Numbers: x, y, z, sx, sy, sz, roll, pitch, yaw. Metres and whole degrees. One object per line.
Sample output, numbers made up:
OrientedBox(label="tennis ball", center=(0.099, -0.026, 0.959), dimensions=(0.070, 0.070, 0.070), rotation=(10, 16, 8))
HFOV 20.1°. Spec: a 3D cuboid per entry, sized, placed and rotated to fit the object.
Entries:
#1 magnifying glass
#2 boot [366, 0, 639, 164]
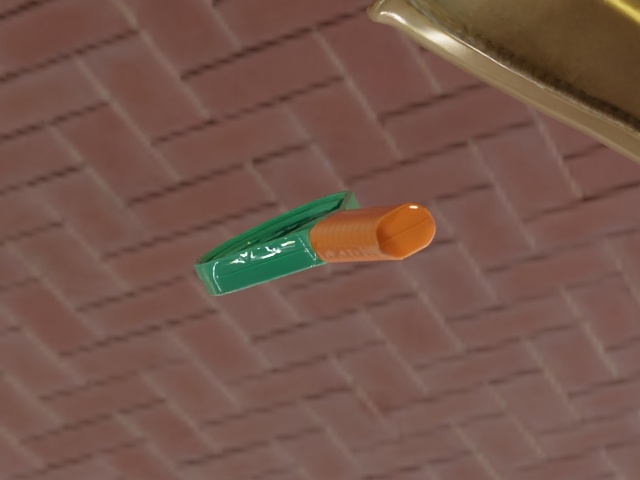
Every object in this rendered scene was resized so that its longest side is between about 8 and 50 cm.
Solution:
OrientedBox(label="magnifying glass", center=(0.000, 0.000, 0.884), dimensions=(0.092, 0.026, 0.231), rotation=(-27, -175, -18))
OrientedBox(label="boot", center=(0.168, -0.074, 0.603), dimensions=(0.269, 0.236, 0.089), rotation=(30, 123, -2))
